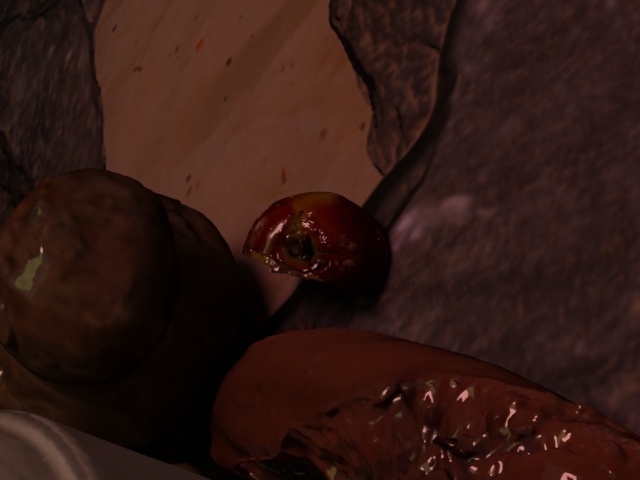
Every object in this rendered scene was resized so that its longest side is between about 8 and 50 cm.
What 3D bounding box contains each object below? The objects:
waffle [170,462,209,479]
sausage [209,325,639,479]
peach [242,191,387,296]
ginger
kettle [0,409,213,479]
[{"bbox_3d":[-0.090,0.270,0.857,0.307,0.060,0.312,-61,28,9],"label":"waffle"},{"bbox_3d":[0.039,0.088,0.765,0.327,0.079,0.087,10,104,59],"label":"sausage"},{"bbox_3d":[0.000,0.000,0.917,0.083,0.077,0.050,36,-110,-77],"label":"peach"},{"bbox_3d":[-0.147,0.069,0.965,0.304,0.155,0.244,-55,-9,31],"label":"ginger"},{"bbox_3d":[0.035,0.174,0.473,0.265,0.318,0.205,-44,37,31],"label":"kettle"}]
